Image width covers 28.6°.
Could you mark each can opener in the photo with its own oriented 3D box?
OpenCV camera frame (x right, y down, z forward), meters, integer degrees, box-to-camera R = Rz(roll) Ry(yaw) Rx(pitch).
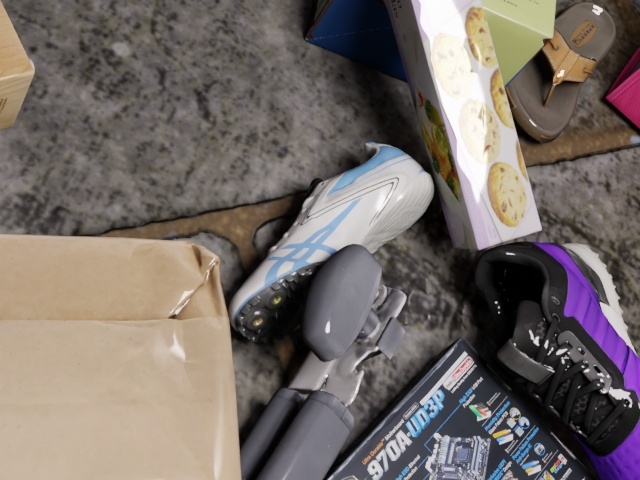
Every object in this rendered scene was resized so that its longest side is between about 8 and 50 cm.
[{"bbox_3d":[-0.027,0.125,0.948,0.095,0.076,0.283,52,55,-28],"label":"can opener"}]

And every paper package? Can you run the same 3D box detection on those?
[{"bbox_3d":[-0.245,0.131,0.707,0.309,0.325,0.168,2,64,-26],"label":"paper package"}]

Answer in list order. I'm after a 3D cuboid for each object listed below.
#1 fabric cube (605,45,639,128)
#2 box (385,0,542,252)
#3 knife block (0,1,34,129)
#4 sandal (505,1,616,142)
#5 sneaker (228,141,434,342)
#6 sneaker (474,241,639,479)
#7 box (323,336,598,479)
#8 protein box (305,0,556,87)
[{"bbox_3d":[0.505,-0.189,1.295,0.258,0.259,0.254,42,53,-3],"label":"fabric cube"},{"bbox_3d":[0.111,-0.152,1.075,0.067,0.063,0.324,-17,96,-15],"label":"box"},{"bbox_3d":[-0.355,-0.134,0.940,0.242,0.088,0.276,-18,74,-33],"label":"knife block"},{"bbox_3d":[0.255,-0.186,1.288,0.090,0.060,0.219,44,54,1],"label":"sandal"},{"bbox_3d":[0.000,0.000,1.060,0.086,0.085,0.237,32,54,25],"label":"sneaker"},{"bbox_3d":[0.209,0.115,1.042,0.146,0.102,0.293,13,38,-39],"label":"sneaker"},{"bbox_3d":[0.104,0.210,1.008,0.175,0.051,0.220,46,54,3],"label":"box"},{"bbox_3d":[0.113,-0.271,1.216,0.199,0.136,0.201,20,58,-15],"label":"protein box"}]
